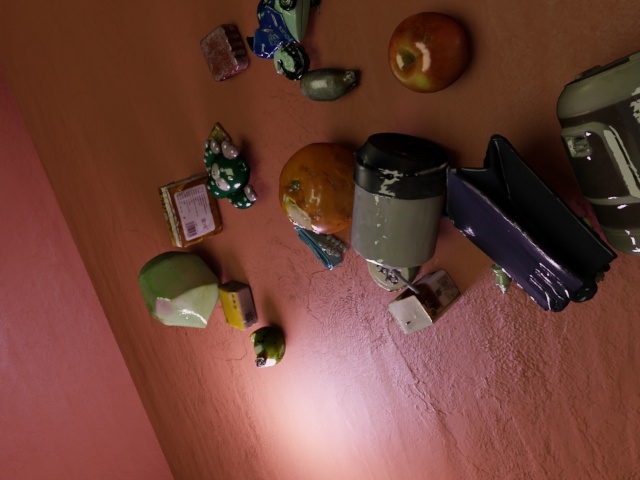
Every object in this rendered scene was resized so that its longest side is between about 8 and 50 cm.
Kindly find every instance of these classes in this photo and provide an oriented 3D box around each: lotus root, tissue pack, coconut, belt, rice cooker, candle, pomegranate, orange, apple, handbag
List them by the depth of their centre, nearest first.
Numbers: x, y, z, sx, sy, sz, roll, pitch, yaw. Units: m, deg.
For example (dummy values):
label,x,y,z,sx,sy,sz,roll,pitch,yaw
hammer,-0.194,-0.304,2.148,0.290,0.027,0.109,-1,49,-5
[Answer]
label,x,y,z,sx,sy,sz,roll,pitch,yaw
rice cooker,0.549,-0.141,0.783,0.335,0.335,0.325,-18,100,47
handbag,0.391,-0.017,1.007,0.329,0.122,0.303,50,179,20
apple,0.226,-0.389,1.090,0.163,0.139,0.163,38,142,37
candle,0.178,-0.066,1.241,0.221,0.221,0.342,25,125,32
lotus root,0.018,-0.391,1.319,0.165,0.088,0.088,4,115,28
tissue pack,0.265,0.154,1.336,0.099,0.149,0.106,57,138,3
orange,0.008,-0.136,1.369,0.240,0.240,0.239,22,126,34
belt,-0.004,0.002,1.576,0.179,0.065,0.100,44,145,16
tissue pack,-0.453,-0.109,1.852,0.092,0.183,0.226,8,117,46
pomegranate,-0.186,0.386,1.909,0.169,0.123,0.143,-126,12,-76
tissue pack,-0.317,0.246,1.993,0.120,0.082,0.169,10,119,42
coconut,-0.529,0.200,2.019,0.328,0.281,0.328,50,165,18

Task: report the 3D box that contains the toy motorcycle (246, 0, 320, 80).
label,x,y,z,sx,sy,sz,roll,pitch,yaw
toy motorcycle,-0.105,-0.575,1.316,0.196,0.125,0.331,23,130,33

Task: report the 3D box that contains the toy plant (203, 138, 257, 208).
label,x,y,z,sx,sy,sz,roll,pitch,yaw
toy plant,-0.296,-0.214,1.698,0.243,0.113,0.232,13,125,46

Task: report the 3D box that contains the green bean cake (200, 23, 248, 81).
label,x,y,z,sx,sy,sz,roll,pitch,yaw
green bean cake,-0.281,-0.549,1.539,0.135,0.056,0.135,-11,104,48

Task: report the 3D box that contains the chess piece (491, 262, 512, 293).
label,x,y,z,sx,sy,sz,roll,pitch,yaw
chess piece,0.414,0.057,1.215,0.059,0.059,0.149,6,121,42

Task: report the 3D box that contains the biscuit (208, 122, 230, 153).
label,x,y,z,sx,sy,sz,roll,pitch,yaw
biscuit,-0.335,-0.336,1.738,0.081,0.018,0.083,52,138,7

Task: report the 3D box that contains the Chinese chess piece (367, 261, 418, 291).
label,x,y,z,sx,sy,sz,roll,pitch,yaw
Chinese chess piece,0.194,0.068,1.424,0.144,0.058,0.144,22,126,33

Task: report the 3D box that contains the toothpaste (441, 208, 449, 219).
label,x,y,z,sx,sy,sz,roll,pitch,yaw
toothpaste,0.305,-0.066,1.278,0.083,0.015,0.024,-31,98,43
